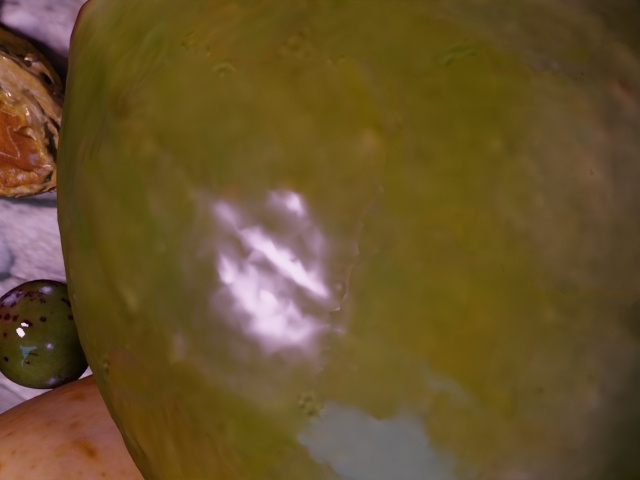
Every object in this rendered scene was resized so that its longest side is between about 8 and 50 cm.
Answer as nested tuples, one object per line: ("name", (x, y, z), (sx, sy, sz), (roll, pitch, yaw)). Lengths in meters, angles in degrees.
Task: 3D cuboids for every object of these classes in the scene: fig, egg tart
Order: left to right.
("egg tart", (-0.173, -0.073, 0.918), (0.130, 0.052, 0.130), (16, 146, 11))
("fig", (0.030, -0.002, 0.720), (0.316, 0.316, 0.316), (15, 145, 10))

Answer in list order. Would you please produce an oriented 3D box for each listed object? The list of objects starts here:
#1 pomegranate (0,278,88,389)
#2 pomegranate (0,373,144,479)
("pomegranate", (-0.161, 0.053, 1.076), (0.084, 0.073, 0.073), (-28, 126, 18))
("pomegranate", (-0.095, 0.202, 1.063), (0.307, 0.307, 0.307), (15, 145, 10))
